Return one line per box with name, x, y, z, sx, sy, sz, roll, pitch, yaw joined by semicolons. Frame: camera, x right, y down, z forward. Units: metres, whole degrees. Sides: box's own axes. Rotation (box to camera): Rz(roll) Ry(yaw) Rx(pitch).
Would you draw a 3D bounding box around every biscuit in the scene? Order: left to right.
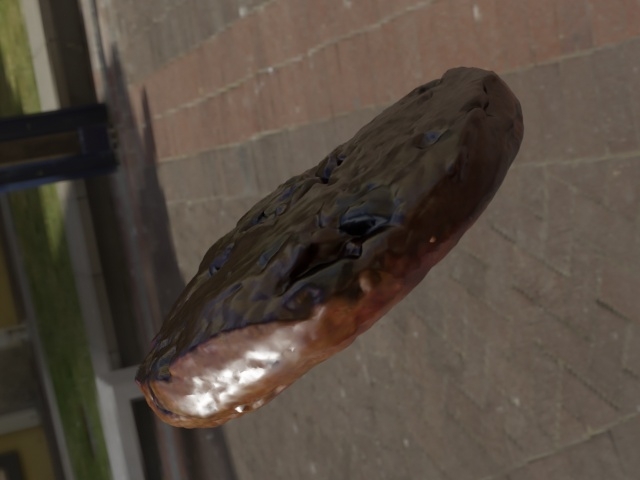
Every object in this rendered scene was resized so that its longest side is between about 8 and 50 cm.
biscuit;0.000;0.000;0.445;0.049;0.192;0.192;44;163;-11
